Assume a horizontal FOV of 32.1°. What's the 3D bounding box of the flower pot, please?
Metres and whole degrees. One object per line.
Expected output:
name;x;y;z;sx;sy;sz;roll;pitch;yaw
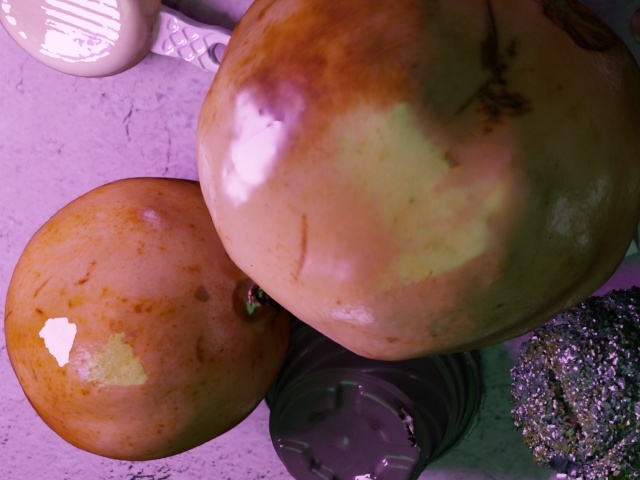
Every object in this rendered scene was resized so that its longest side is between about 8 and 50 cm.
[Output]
flower pot;0.038;0.158;1.060;0.235;0.140;0.235;5;118;10

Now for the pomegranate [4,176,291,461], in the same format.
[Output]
pomegranate;-0.150;0.066;0.993;0.264;0.264;0.264;6;118;12

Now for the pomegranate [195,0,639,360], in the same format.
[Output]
pomegranate;0.073;-0.067;0.827;0.332;0.332;0.332;6;118;12

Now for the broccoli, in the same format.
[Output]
broccoli;0.256;0.134;0.980;0.195;0.195;0.156;-29;126;26

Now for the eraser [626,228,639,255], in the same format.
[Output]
eraser;0.167;0.006;0.975;0.212;0.092;0.046;-19;109;21

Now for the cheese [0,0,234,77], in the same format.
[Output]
cheese;-0.175;-0.198;0.977;0.227;0.064;0.137;21;123;5

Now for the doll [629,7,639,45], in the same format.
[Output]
doll;0.297;-0.280;0.750;0.318;0.209;0.340;-18;116;-12
